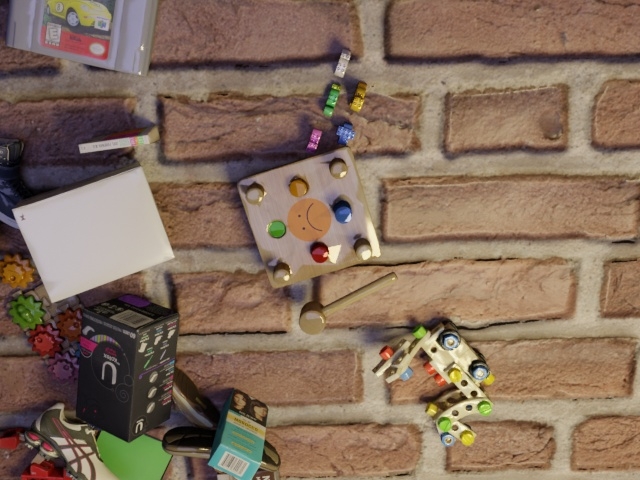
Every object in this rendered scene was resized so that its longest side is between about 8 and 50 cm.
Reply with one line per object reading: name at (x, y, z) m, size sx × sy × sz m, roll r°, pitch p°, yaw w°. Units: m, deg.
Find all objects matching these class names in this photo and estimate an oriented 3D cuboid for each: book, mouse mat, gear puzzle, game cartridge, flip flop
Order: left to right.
gear puzzle at (-0.620, 0.173, 1.584) m, size 0.175 × 0.044 × 0.339 m, roll -27°, pitch 104°, yaw 8°
game cartridge at (-0.483, -0.461, 1.405) m, size 0.294 × 0.060 × 0.196 m, roll 12°, pitch 101°, yaw -3°
book at (-0.420, -0.210, 1.450) m, size 0.144 × 0.096 × 0.035 m, roll -7°, pitch 106°, yaw 3°
mouse mat at (-0.468, 0.532, 1.704) m, size 0.189 × 0.007 × 0.153 m, roll 25°, pitch 104°, yaw -8°
flip flop at (-0.229, 0.496, 1.599) m, size 0.276 × 0.112 × 0.080 m, roll 8°, pitch 104°, yaw -6°

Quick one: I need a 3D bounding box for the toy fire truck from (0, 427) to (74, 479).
toy fire truck at (-0.676, 0.531, 1.683) m, size 0.192 × 0.047 × 0.135 m, roll 4°, pitch 104°, yaw -2°

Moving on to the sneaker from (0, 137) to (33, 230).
sneaker at (-0.646, -0.121, 1.482) m, size 0.226 × 0.086 × 0.163 m, roll 28°, pitch 106°, yaw -6°

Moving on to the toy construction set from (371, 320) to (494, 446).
toy construction set at (0.268, 0.314, 1.575) m, size 0.215 × 0.151 × 0.327 m, roll -42°, pitch 112°, yaw 11°

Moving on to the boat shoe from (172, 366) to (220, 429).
boat shoe at (-0.322, 0.380, 1.633) m, size 0.072 × 0.068 × 0.190 m, roll -32°, pitch 103°, yaw 21°

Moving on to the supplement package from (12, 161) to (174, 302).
supplement package at (-0.465, -0.023, 1.441) m, size 0.261 × 0.145 × 0.204 m, roll -21°, pitch 105°, yaw -12°

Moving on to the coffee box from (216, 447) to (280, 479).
coffee box at (-0.161, 0.641, 1.683) m, size 0.141 × 0.098 × 0.247 m, roll -6°, pitch 106°, yaw 2°

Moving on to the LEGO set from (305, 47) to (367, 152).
LEGO set at (0.046, -0.273, 1.431) m, size 0.087 × 0.093 × 0.227 m, roll 19°, pitch 105°, yaw -5°

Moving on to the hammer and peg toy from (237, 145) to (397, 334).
hammer and peg toy at (0.000, 0.000, 1.491) m, size 0.265 × 0.127 × 0.362 m, roll -18°, pitch 105°, yaw 3°

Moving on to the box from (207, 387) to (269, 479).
box at (-0.178, 0.432, 1.549) m, size 0.100 × 0.244 × 0.060 m, roll 29°, pitch 104°, yaw -8°

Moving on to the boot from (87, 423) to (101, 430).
boot at (-0.489, 0.420, 1.625) m, size 0.121 × 0.099 × 0.045 m, roll 13°, pitch 90°, yaw -13°

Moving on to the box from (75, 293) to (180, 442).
box at (-0.428, 0.278, 1.535) m, size 0.165 × 0.143 × 0.271 m, roll 16°, pitch 107°, yaw 25°

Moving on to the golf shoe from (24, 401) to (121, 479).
golf shoe at (-0.560, 0.501, 1.634) m, size 0.273 × 0.105 × 0.120 m, roll 40°, pitch 68°, yaw -6°
